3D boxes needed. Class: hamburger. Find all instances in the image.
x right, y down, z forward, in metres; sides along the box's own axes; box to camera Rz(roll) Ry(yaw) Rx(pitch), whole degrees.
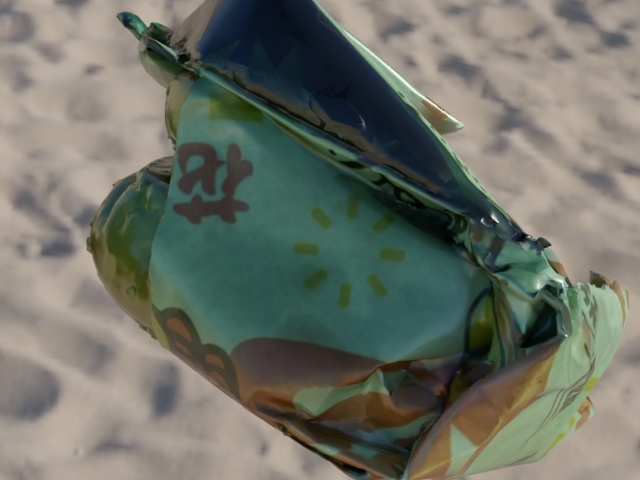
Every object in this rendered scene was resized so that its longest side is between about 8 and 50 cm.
[{"bbox_3d":[-0.002,-0.003,0.616,0.235,0.125,0.214,34,-3,11],"label":"hamburger"}]
